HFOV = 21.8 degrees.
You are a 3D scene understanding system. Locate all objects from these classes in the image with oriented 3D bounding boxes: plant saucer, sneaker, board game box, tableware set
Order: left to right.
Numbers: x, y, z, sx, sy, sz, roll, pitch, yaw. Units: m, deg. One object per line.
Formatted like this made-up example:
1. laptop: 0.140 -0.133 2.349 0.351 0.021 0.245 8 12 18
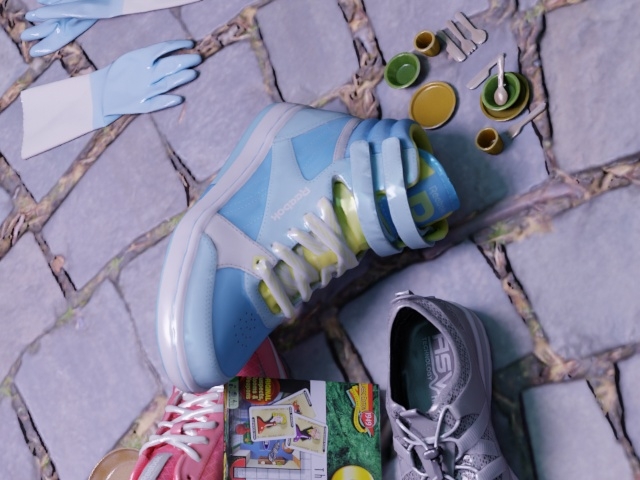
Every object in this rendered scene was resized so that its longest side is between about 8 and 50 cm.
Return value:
1. plant saucer: -0.181 0.234 1.543 0.083 0.015 0.083 -11 65 26
2. sneaker: -0.103 0.194 1.439 0.116 0.136 0.314 -6 67 28
3. board game box: -0.015 0.242 1.386 0.136 0.030 0.260 4 67 -13
4. sneaker: 0.000 0.000 1.418 0.208 0.127 0.319 3 50 28
5. sneaker: 0.093 0.171 1.343 0.105 0.115 0.281 -23 60 21
6. tableware set: 0.125 -0.137 1.506 0.104 0.024 0.154 -43 56 10

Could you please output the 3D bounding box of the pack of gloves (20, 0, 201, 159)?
1. pack of gloves: -0.230 -0.209 1.734 0.232 0.046 0.195 -16 62 25
